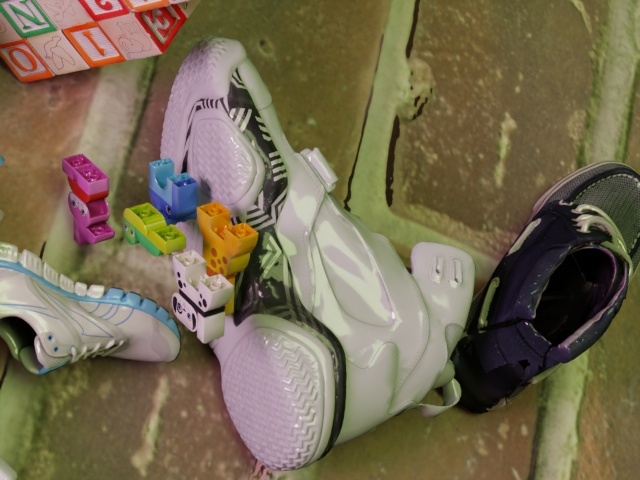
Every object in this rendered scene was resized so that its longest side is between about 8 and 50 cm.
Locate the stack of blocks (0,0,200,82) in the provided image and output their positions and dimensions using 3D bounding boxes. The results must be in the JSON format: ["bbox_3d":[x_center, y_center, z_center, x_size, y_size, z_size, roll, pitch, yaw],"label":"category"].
[{"bbox_3d":[-0.164,-0.231,1.260,0.171,0.297,0.087,53,49,-32],"label":"stack of blocks"}]

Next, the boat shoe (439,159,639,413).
[{"bbox_3d":[0.247,0.021,1.504,0.127,0.158,0.340,46,55,-6],"label":"boat shoe"}]

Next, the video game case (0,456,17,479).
[{"bbox_3d":[-0.331,0.161,1.108,0.173,0.190,0.022,47,11,-5],"label":"video game case"}]

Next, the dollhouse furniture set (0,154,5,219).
[{"bbox_3d":[-0.325,-0.081,1.238,0.184,0.129,0.129,42,54,-21],"label":"dollhouse furniture set"}]

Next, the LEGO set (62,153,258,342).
[{"bbox_3d":[-0.113,0.014,1.292,0.087,0.093,0.227,-17,38,-31],"label":"LEGO set"}]

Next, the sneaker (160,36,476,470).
[{"bbox_3d":[0.000,0.000,1.387,0.210,0.137,0.365,-8,79,-34],"label":"sneaker"}]

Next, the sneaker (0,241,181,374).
[{"bbox_3d":[-0.195,0.073,1.263,0.191,0.071,0.083,21,51,-28],"label":"sneaker"}]
